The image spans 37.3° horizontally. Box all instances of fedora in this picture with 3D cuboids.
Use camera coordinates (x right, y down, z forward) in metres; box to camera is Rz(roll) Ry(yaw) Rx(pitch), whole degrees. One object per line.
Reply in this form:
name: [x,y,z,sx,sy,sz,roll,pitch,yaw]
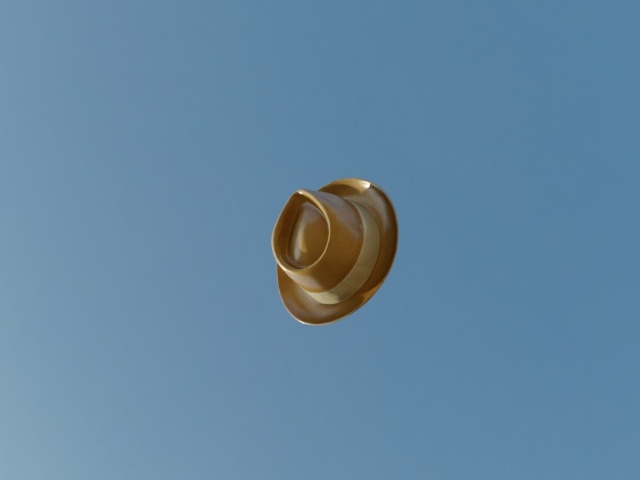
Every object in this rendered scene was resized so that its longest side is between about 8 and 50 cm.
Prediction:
fedora: [0.000,0.000,1.099,0.194,0.194,0.079,-49,-47,7]
